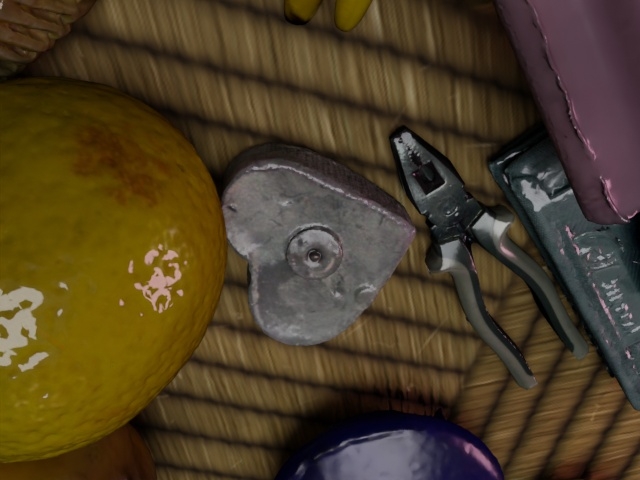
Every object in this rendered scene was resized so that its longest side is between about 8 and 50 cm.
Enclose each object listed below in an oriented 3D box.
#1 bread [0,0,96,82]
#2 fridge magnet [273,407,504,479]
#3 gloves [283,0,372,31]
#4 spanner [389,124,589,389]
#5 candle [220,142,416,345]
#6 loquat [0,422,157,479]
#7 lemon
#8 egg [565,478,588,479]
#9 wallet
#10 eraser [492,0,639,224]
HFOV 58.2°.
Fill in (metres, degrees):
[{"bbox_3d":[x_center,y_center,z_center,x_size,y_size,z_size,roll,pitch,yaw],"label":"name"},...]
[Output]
[{"bbox_3d":[-0.275,-0.213,0.374,0.253,0.142,0.227,-34,104,12],"label":"bread"},{"bbox_3d":[0.071,0.293,0.632,0.265,0.113,0.266,-2,113,-4],"label":"fridge magnet"},{"bbox_3d":[0.034,-0.293,0.397,0.133,0.116,0.294,38,118,11],"label":"gloves"},{"bbox_3d":[0.159,0.023,0.561,0.095,0.040,0.325,-34,113,10],"label":"spanner"},{"bbox_3d":[0.000,0.000,0.524,0.168,0.068,0.192,-15,117,4],"label":"candle"},{"bbox_3d":[-0.290,0.233,0.496,0.283,0.276,0.276,0,113,-4],"label":"loquat"},{"bbox_3d":[-0.194,0.016,0.413,0.267,0.267,0.268,-2,114,-4],"label":"lemon"},{"bbox_3d":[0.313,0.340,0.669,0.140,0.116,0.118,-15,142,3],"label":"egg"},{"bbox_3d":[0.342,-0.003,0.548,0.237,0.075,0.342,-34,111,7],"label":"wallet"},{"bbox_3d":[0.221,-0.202,0.311,0.272,0.122,0.359,-23,123,25],"label":"eraser"}]
